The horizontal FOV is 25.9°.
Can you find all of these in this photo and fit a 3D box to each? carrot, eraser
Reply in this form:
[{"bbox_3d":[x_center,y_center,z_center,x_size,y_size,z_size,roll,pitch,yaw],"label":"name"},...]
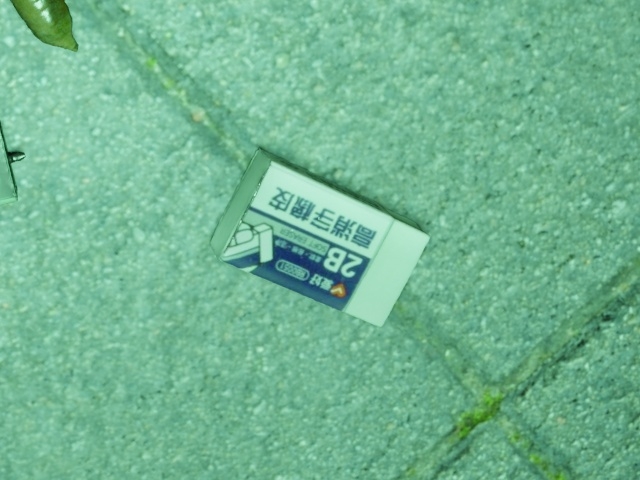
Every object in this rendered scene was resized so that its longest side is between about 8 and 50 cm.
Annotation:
[{"bbox_3d":[-0.323,-0.316,1.311,0.070,0.070,0.342,-29,117,-3],"label":"carrot"},{"bbox_3d":[0.000,0.000,1.521,0.210,0.068,0.125,24,100,-23],"label":"eraser"}]

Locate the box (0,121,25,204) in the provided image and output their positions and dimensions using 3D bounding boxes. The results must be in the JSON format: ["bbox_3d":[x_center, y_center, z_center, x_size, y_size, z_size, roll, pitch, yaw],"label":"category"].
[{"bbox_3d":[-0.411,-0.146,1.362,0.210,0.045,0.270,-11,113,-10],"label":"box"}]
